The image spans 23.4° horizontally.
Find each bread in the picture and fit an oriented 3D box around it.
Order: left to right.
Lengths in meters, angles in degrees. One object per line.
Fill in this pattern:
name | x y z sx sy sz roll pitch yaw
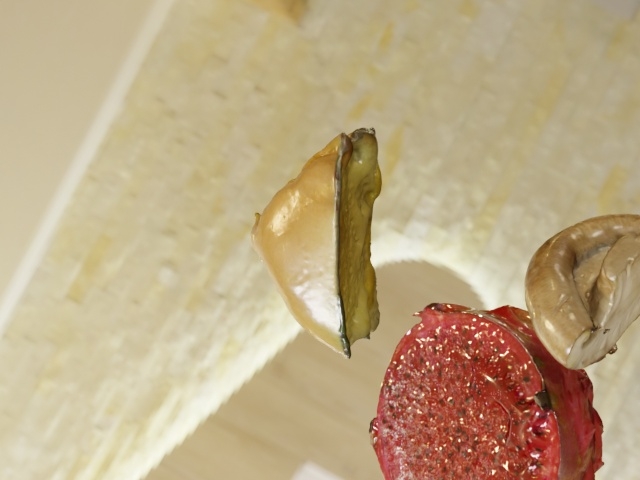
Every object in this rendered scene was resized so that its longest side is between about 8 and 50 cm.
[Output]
bread | -0.007 -0.006 1.731 0.174 0.133 0.252 -34 -54 -65

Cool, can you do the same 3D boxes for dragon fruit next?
dragon fruit | 0.269 0.275 2.287 0.249 0.386 0.371 0 -18 -44

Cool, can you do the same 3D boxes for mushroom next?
mushroom | 0.344 0.050 2.020 0.285 0.151 0.156 -39 -33 -37
